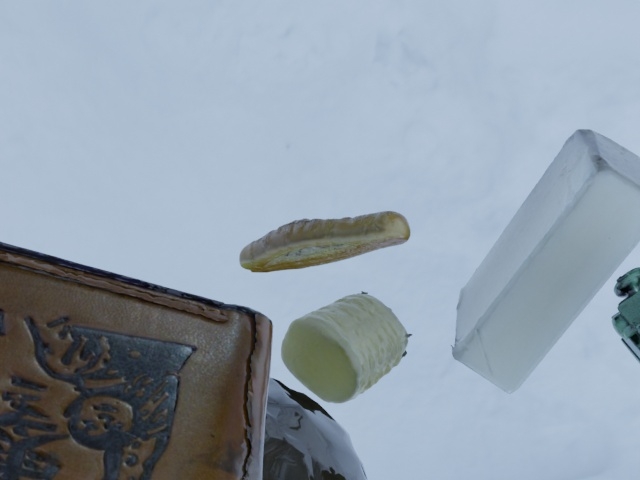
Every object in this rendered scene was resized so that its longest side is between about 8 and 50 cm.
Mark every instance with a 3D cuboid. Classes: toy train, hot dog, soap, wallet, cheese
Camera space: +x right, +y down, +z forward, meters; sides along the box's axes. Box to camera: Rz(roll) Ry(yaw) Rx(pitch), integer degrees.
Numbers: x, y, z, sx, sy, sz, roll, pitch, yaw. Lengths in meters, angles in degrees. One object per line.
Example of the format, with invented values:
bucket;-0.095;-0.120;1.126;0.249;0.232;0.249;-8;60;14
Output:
toy train;0.429;0.058;1.129;0.200;0.132;0.083;-34;50;5
hot dog;0.000;-0.001;0.700;0.044;0.137;0.028;23;62;-50
soap;0.172;0.012;0.737;0.064;0.121;0.183;32;113;-3
wallet;-0.112;0.067;0.320;0.196;0.042;0.160;13;46;-13
cheese;0.033;0.136;1.249;0.123;0.094;0.167;48;26;11

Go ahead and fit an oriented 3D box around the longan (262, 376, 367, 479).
longan;-0.127;0.307;0.965;0.391;0.391;0.390;4;75;-14
